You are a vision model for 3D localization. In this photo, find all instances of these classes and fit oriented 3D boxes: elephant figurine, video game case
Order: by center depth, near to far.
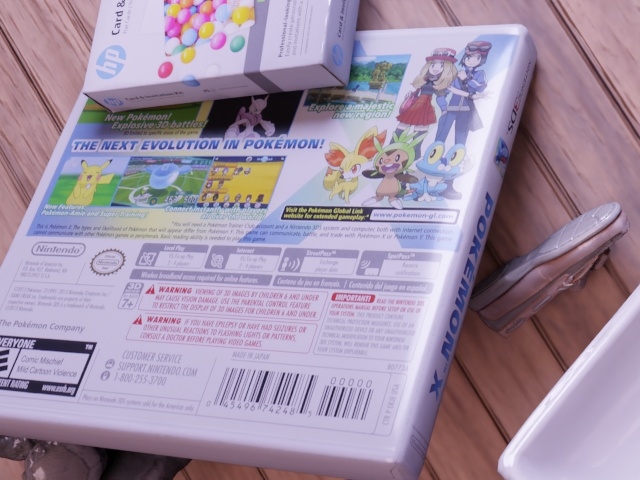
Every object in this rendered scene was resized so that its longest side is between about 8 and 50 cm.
[{"bbox_3d":[-0.053,-0.005,0.915,0.329,0.036,0.300,2,58,30],"label":"video game case"},{"bbox_3d":[-0.194,0.113,1.067,0.239,0.186,0.169,0,63,55],"label":"elephant figurine"}]

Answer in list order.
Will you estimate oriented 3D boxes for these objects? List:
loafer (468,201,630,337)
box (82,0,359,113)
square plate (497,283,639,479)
[{"bbox_3d":[0.147,0.020,0.913,0.125,0.045,0.039,-35,98,37],"label":"loafer"},{"bbox_3d":[-0.061,-0.163,0.961,0.186,0.038,0.145,-3,69,31],"label":"box"},{"bbox_3d":[0.315,0.093,0.691,0.347,0.344,0.049,31,145,21],"label":"square plate"}]
